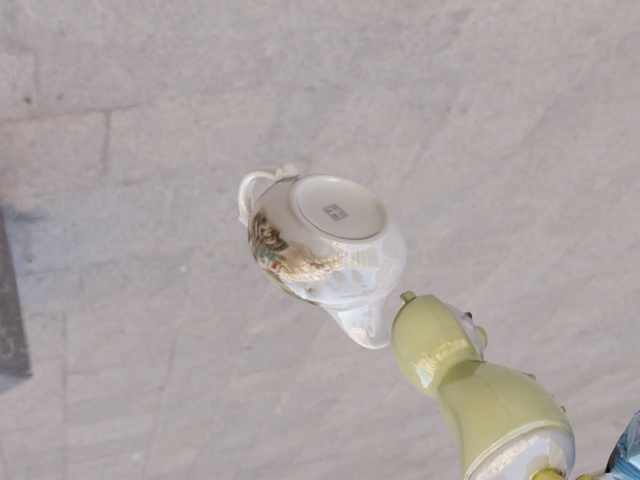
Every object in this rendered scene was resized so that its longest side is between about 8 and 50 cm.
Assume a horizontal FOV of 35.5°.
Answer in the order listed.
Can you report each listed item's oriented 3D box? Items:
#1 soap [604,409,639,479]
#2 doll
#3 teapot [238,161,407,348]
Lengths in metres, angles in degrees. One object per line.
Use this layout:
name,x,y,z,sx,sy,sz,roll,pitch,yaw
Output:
soap,0.404,0.164,0.880,0.293,0.156,0.077,-48,-175,43
doll,0.150,0.144,0.916,0.117,0.296,0.141,-25,138,0
teapot,0.000,0.000,1.273,0.204,0.298,0.139,-18,142,-35
